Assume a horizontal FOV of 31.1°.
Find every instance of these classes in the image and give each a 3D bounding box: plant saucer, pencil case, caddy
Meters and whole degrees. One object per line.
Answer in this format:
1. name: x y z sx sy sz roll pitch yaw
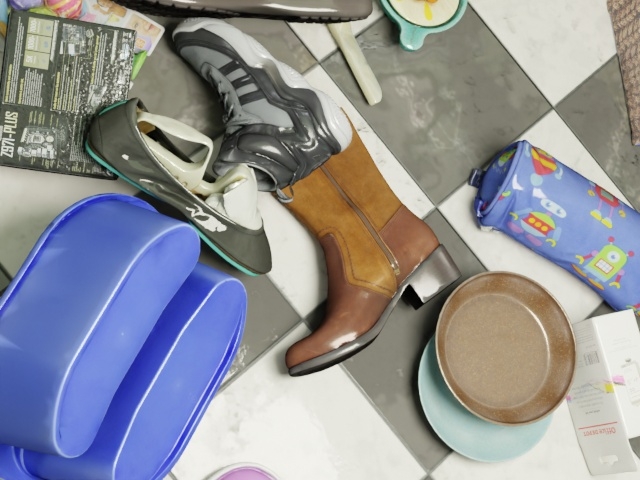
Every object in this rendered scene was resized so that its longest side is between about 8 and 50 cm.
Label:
1. plant saucer: 0.231 0.138 1.462 0.199 0.036 0.198 5 74 -18
2. pencil case: 0.344 -0.012 1.536 0.306 0.119 0.133 31 110 -9
3. plant saucer: 0.209 0.189 1.481 0.195 0.037 0.195 5 73 -17
4. caddy: -0.239 0.112 1.249 0.341 0.179 0.241 -62 141 -22

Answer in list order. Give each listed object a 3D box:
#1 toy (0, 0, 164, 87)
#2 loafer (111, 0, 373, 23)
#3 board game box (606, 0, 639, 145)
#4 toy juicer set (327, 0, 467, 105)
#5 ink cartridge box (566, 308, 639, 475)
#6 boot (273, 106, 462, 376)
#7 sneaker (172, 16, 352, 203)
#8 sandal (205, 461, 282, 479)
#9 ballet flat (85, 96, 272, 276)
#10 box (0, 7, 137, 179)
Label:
1. toy: -0.322 -0.276 1.414 0.237 0.056 0.137 29 67 -9
2. loafer: -0.110 -0.345 1.441 0.366 0.134 0.130 -1 96 -24
3. board game box: 0.597 -0.268 1.680 0.291 0.141 0.232 -2 76 -20
4. toy juicer set: 0.108 -0.366 1.568 0.209 0.089 0.329 44 67 -4
5. ink cartridge box: 0.376 0.199 1.493 0.067 0.115 0.198 -10 80 -21
6. boot: 0.000 0.000 1.434 0.264 0.096 0.280 -36 83 -11
7. sneaker: -0.104 -0.158 1.418 0.269 0.101 0.153 36 71 11
8. sandal: -0.138 0.438 1.259 0.169 0.102 0.416 33 68 -8
9. ballet flat: -0.139 -0.063 1.326 0.280 0.096 0.095 37 23 -25
10. box: -0.303 -0.168 1.353 0.147 0.077 0.180 6 92 -17
